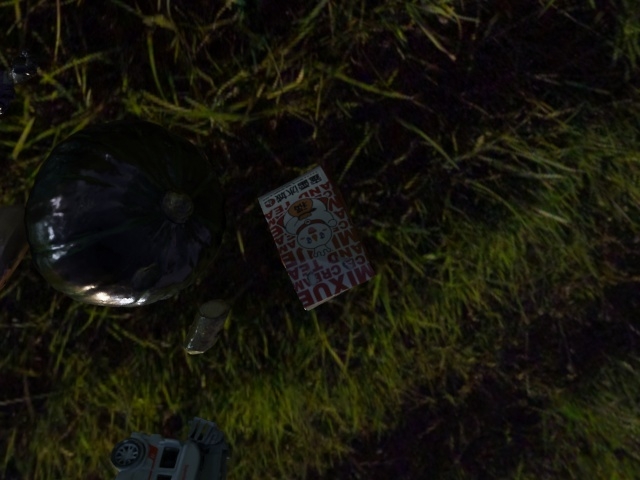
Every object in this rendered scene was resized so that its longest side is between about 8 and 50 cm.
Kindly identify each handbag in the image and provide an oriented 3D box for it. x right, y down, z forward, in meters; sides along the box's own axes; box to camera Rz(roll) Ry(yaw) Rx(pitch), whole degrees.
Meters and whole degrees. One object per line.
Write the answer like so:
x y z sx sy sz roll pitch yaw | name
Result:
0.000 0.000 1.399 0.171 0.298 0.151 -28 133 2 | handbag

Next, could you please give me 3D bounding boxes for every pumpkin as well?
-0.288 -0.041 1.074 0.315 0.315 0.239 37 152 -33 | pumpkin

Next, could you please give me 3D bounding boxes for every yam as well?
-0.246 0.193 1.484 0.070 0.069 0.146 13 121 -22 | yam

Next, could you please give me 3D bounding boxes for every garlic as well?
-0.530 0.005 1.146 0.091 0.198 0.128 15 146 -6 | garlic

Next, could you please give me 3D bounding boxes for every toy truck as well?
-0.236 0.429 1.029 0.185 0.338 0.132 0 134 9 | toy truck

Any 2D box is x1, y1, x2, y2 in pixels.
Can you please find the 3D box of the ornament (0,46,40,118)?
-0.477 -0.193 0.970 0.203 0.081 0.088 -33 153 13 | ornament
